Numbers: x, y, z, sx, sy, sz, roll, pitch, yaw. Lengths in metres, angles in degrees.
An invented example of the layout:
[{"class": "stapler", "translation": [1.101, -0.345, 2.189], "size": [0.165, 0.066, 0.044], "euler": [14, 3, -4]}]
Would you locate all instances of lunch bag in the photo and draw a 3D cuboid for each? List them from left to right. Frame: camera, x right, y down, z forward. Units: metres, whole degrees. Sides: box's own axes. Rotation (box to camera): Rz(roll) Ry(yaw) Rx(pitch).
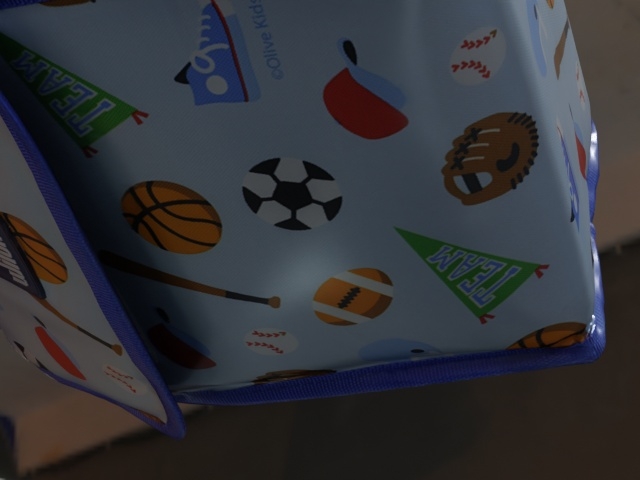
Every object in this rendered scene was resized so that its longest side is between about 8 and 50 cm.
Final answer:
[{"class": "lunch bag", "translation": [-0.066, -0.070, 0.770], "size": [0.385, 0.239, 0.328], "euler": [-7, -46, 17]}]
